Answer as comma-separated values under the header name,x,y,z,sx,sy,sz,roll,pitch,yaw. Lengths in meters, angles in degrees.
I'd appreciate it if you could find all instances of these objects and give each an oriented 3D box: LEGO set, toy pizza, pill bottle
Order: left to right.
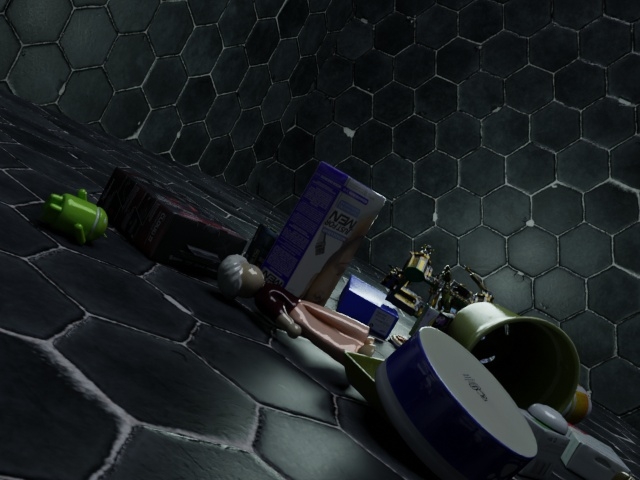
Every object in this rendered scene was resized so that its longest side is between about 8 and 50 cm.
name,x,y,z,sx,sy,sz,roll,pitch,yaw
toy pizza,0.285,0.312,1.871,0.201,0.032,0.201,29,5,-3
LEGO set,0.359,0.131,1.980,0.331,0.255,0.192,28,49,3
pill bottle,0.733,0.488,2.026,0.245,0.136,0.136,24,7,-47

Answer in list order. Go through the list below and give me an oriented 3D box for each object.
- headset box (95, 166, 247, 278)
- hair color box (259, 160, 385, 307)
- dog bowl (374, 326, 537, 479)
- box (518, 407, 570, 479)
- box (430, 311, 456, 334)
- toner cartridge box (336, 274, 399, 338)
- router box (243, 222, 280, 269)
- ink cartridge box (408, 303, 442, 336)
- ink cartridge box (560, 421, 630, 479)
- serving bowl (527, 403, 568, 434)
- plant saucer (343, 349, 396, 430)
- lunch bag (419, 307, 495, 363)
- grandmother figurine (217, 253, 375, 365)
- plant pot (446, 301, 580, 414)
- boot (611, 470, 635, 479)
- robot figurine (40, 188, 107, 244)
name,x,y,z,sx,sy,sz,roll,pitch,yaw
headset box,-0.318,-0.030,1.452,0.293,0.110,0.218,33,7,40
hair color box,0.000,0.000,1.618,0.110,0.339,0.185,35,7,36
dog bowl,0.217,0.269,1.070,0.265,0.104,0.265,39,17,-14
box,0.408,0.397,1.302,0.101,0.102,0.087,25,4,-37
box,0.285,0.257,1.685,0.029,0.162,0.116,36,8,26
toner cartridge box,0.142,0.193,2.015,0.165,0.075,0.348,31,5,2
router box,-0.146,0.028,1.775,0.092,0.122,0.038,33,10,36
ink cartridge box,0.321,0.255,1.820,0.062,0.109,0.209,25,5,-43
ink cartridge box,0.638,0.515,1.584,0.127,0.072,0.175,30,5,9
serving bowl,0.451,0.345,1.311,0.083,0.027,0.083,30,4,-3
plant saucer,0.136,0.281,1.188,0.188,0.045,0.188,24,13,-50
lunch bag,0.466,0.355,2.110,0.221,0.138,0.293,24,20,-47
grandmother figurine,-0.055,0.139,1.328,0.342,0.104,0.208,32,-4,0
plant pot,0.414,0.268,1.559,0.276,0.276,0.254,28,8,-12
boot,0.691,0.567,1.343,0.165,0.077,0.213,28,10,-10
robot figurine,-0.427,-0.040,1.172,0.115,0.067,0.101,26,33,-36
